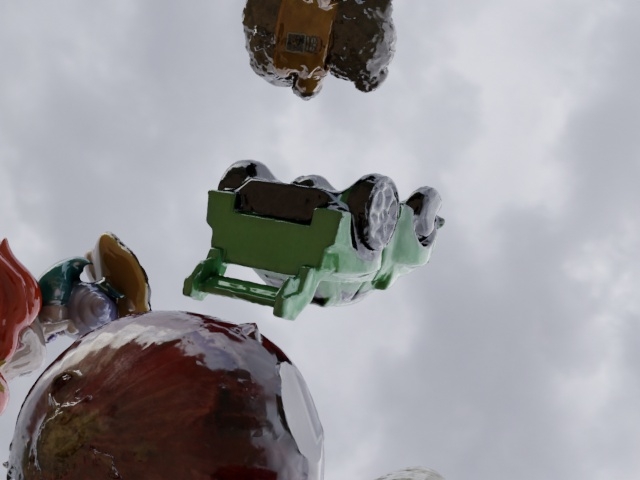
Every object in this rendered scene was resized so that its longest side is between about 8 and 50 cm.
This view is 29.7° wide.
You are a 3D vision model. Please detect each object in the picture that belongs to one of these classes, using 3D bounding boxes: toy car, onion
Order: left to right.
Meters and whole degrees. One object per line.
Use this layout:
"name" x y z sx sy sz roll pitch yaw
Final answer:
"onion" -0.147 0.221 1.204 0.341 0.341 0.341 -3 -95 37
"toy car" 0.000 0.000 1.477 0.213 0.359 0.176 9 -89 28

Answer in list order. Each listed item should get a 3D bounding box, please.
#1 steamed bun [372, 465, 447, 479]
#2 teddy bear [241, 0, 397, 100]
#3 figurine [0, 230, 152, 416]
"steamed bun" 0.027 0.276 0.925 0.110 0.231 0.212 16 -93 9
"teddy bear" -0.001 -0.252 1.464 0.190 0.140 0.177 7 -72 11
"figurine" -0.362 0.089 1.495 0.181 0.257 0.208 29 -50 42
